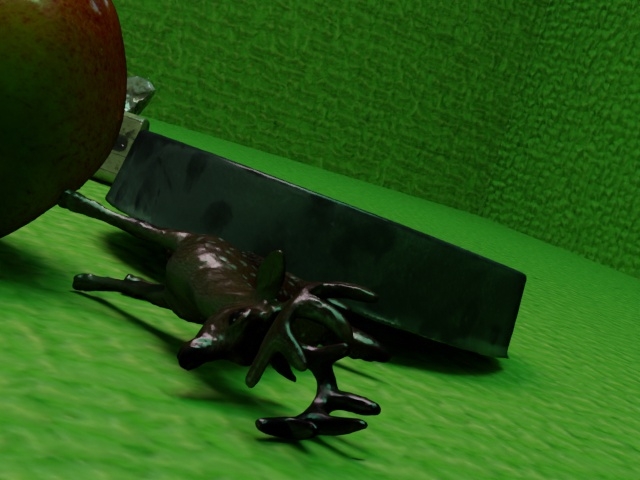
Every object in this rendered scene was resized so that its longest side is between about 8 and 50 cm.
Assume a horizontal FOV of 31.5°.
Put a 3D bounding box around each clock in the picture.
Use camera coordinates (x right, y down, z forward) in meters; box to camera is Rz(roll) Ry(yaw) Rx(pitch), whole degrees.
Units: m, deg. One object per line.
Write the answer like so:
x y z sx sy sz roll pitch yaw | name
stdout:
0.000 0.000 1.014 0.386 0.076 0.386 21 1 0 | clock

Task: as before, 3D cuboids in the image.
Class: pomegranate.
-0.238 -0.097 0.735 0.220 0.221 0.257 16 35 -18 | pomegranate

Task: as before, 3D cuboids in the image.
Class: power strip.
-0.310 -0.135 1.397 0.267 0.092 0.034 19 -15 9 | power strip

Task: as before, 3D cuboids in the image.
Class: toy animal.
-0.043 0.034 0.695 0.260 0.087 0.243 18 7 29 | toy animal

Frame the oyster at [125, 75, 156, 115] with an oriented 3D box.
-0.372 -0.188 1.520 0.350 0.158 0.162 7 36 24 | oyster
